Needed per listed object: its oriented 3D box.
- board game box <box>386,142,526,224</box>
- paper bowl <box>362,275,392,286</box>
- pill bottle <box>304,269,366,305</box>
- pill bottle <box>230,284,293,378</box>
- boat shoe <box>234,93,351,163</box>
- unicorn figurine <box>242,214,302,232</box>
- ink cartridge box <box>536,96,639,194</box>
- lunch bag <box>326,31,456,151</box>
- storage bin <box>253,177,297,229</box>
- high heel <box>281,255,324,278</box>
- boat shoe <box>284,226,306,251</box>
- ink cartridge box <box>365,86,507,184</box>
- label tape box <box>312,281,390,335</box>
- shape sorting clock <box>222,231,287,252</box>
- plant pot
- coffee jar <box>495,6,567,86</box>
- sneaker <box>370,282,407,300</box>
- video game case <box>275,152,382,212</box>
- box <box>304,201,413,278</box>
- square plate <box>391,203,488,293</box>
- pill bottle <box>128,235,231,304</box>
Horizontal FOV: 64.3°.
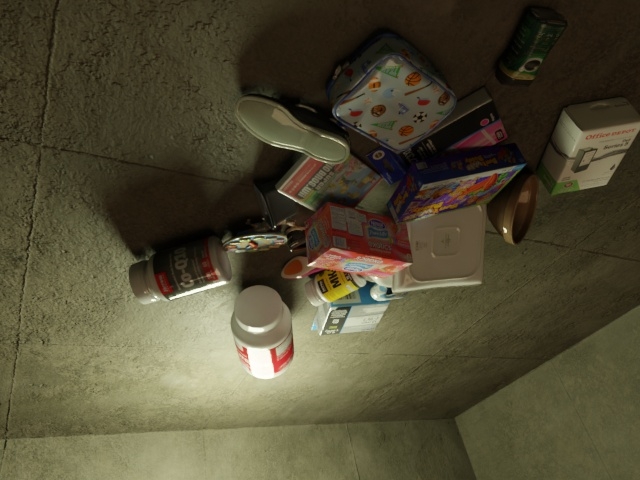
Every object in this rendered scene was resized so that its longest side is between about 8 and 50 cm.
[{"bbox_3d":[0.398,-0.167,1.518,0.347,0.078,0.233,-13,158,-18],"label":"board game box"},{"bbox_3d":[0.269,0.059,1.806,0.284,0.148,0.284,-10,145,-8],"label":"paper bowl"},{"bbox_3d":[0.053,0.156,1.882,0.208,0.119,0.119,-30,141,19],"label":"pill bottle"},{"bbox_3d":[-0.220,0.351,1.956,0.229,0.229,0.407,-9,143,-7],"label":"pill bottle"},{"bbox_3d":[-0.065,-0.287,1.269,0.302,0.091,0.114,25,132,-18],"label":"boat shoe"},{"bbox_3d":[-0.155,-0.056,1.589,0.162,0.060,0.111,-15,156,26],"label":"unicorn figurine"},{"bbox_3d":[0.814,-0.283,1.560,0.198,0.114,0.273,-11,144,-5],"label":"ink cartridge box"},{"bbox_3d":[0.167,-0.351,1.252,0.303,0.115,0.243,20,134,-39],"label":"lunch bag"},{"bbox_3d":[-0.129,-0.117,1.481,0.091,0.098,0.135,-25,131,-15],"label":"storage bin"},{"bbox_3d":[-0.017,0.087,1.816,0.244,0.082,0.117,-30,151,14],"label":"high heel"},{"bbox_3d":[0.000,0.000,1.693,0.233,0.079,0.084,-3,142,-18],"label":"boat shoe"},{"bbox_3d":[0.332,-0.272,1.459,0.371,0.069,0.176,-26,143,20],"label":"ink cartridge box"},{"bbox_3d":[0.117,0.313,2.120,0.249,0.115,0.347,-3,141,-16],"label":"label tape box"},{"bbox_3d":[-0.208,0.010,1.618,0.206,0.040,0.206,-4,166,-1],"label":"shape sorting clock"},{"bbox_3d":[0.628,-0.111,1.689,0.110,0.237,0.237,18,160,34],"label":"plant pot"},{"bbox_3d":[0.508,-0.464,1.243,0.096,0.079,0.184,-3,142,-19],"label":"coffee jar"},{"bbox_3d":[0.292,0.184,1.986,0.237,0.085,0.086,-8,162,-46],"label":"sneaker"},{"bbox_3d":[0.032,-0.168,1.469,0.204,0.025,0.285,-46,140,16],"label":"video game case"},{"bbox_3d":[0.115,0.006,1.542,0.300,0.154,0.142,11,151,-31],"label":"box"},{"bbox_3d":[0.406,0.002,1.687,0.344,0.049,0.347,-4,103,-15],"label":"square plate"},{"bbox_3d":[-0.438,0.098,1.599,0.283,0.161,0.161,-17,144,3],"label":"pill bottle"}]
